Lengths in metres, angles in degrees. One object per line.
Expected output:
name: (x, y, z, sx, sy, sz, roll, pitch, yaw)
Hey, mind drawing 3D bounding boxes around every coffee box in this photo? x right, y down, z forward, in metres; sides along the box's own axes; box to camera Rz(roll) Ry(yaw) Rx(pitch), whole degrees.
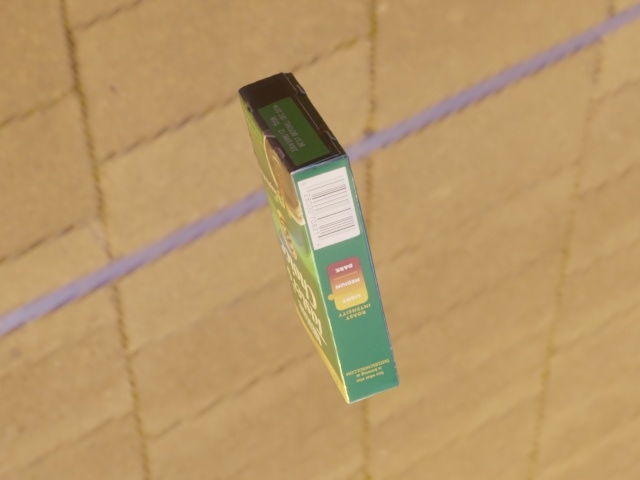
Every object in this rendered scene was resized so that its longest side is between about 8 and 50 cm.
coffee box: (0.000, 0.000, 1.176, 0.040, 0.113, 0.184, -20, 127, -8)
